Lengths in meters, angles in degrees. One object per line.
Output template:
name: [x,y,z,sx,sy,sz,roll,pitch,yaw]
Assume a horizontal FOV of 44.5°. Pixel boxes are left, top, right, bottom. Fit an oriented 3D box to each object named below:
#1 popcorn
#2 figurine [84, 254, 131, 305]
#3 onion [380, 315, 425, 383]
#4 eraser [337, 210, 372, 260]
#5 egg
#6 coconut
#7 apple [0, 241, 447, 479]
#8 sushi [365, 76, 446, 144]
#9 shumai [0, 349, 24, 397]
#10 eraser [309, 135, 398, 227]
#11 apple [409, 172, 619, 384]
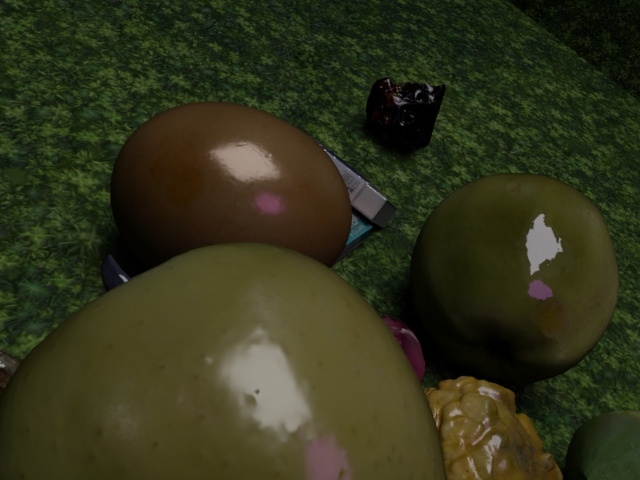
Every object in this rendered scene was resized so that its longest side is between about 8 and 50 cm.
popcorn: [0.210,0.309,1.068,0.250,0.190,0.250,18,60,-34]
figurine: [-0.210,0.134,1.051,0.265,0.175,0.197,20,32,-22]
onion: [0.046,0.212,1.118,0.230,0.230,0.163,-33,104,-50]
eraser: [0.000,0.000,1.435,0.095,0.052,0.225,40,38,14]
egg: [-0.134,-0.056,1.208,0.374,0.301,0.301,18,37,-5]
coconut: [0.484,0.355,1.177,0.236,0.204,0.236,16,27,-8]
apple: [-0.091,0.240,0.779,0.473,0.473,0.473,17,38,-14]
sushi: [0.187,-0.307,1.837,0.150,0.153,0.172,21,25,14]
shumai: [-0.398,0.193,0.887,0.161,0.209,0.153,33,67,-15]
eraser: [0.049,-0.114,1.554,0.210,0.068,0.124,39,4,17]
apple: [0.321,0.062,1.329,0.357,0.357,0.357,17,38,-14]
